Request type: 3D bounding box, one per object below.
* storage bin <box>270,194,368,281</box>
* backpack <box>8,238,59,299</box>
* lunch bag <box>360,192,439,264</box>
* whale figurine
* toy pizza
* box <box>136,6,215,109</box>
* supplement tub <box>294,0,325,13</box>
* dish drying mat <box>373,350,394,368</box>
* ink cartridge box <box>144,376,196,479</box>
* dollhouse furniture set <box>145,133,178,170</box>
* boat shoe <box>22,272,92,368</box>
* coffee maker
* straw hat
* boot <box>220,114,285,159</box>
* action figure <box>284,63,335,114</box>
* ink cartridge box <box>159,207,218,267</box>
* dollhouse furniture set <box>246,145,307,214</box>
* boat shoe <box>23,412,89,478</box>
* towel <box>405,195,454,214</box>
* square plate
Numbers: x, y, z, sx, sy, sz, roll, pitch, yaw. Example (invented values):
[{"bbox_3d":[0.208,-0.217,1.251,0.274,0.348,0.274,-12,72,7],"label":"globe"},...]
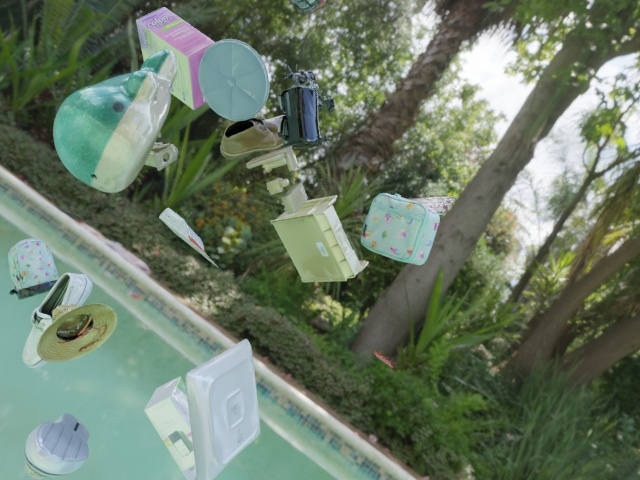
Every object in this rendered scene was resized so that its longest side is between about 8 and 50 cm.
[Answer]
[{"bbox_3d":[0.000,0.000,1.767,0.261,0.123,0.262,-7,-64,45],"label":"storage bin"},{"bbox_3d":[-0.921,0.085,1.668,0.115,0.152,0.181,-15,-88,39],"label":"backpack"},{"bbox_3d":[0.274,-0.049,1.839,0.108,0.223,0.279,12,7,-42],"label":"lunch bag"},{"bbox_3d":[-0.325,-0.210,0.838,0.141,0.271,0.216,26,-34,-18],"label":"whale figurine"},{"bbox_3d":[-0.219,-0.408,1.326,0.201,0.201,0.032,35,31,2],"label":"toy pizza"},{"bbox_3d":[-0.462,-0.593,1.699,0.243,0.117,0.213,37,-30,16],"label":"box"},{"bbox_3d":[-0.070,-0.848,1.695,0.106,0.106,0.198,25,-8,44],"label":"supplement tub"},{"bbox_3d":[0.199,0.373,1.628,0.083,0.008,0.032,23,-32,56],"label":"dish drying mat"},{"bbox_3d":[-0.518,0.730,2.001,0.353,0.119,0.207,62,-1,-9],"label":"ink cartridge box"},{"bbox_3d":[-0.595,-0.344,1.753,0.182,0.101,0.160,16,-49,25],"label":"dollhouse furniture set"},{"bbox_3d":[-0.593,0.167,1.131,0.083,0.226,0.076,20,-12,21],"label":"boat shoe"},{"bbox_3d":[-0.049,-0.385,1.628,0.171,0.178,0.120,-4,0,19],"label":"coffee maker"},{"bbox_3d":[-0.434,0.143,0.904,0.061,0.144,0.144,43,-7,25],"label":"straw hat"},{"bbox_3d":[-0.198,-0.377,1.782,0.112,0.306,0.115,54,-26,19],"label":"boot"},{"bbox_3d":[-0.064,-0.667,2.325,0.275,0.164,0.140,51,-42,26],"label":"action figure"},{"bbox_3d":[-0.473,-0.009,1.935,0.232,0.066,0.189,32,-14,15],"label":"ink cartridge box"},{"bbox_3d":[-0.127,-0.153,1.409,0.144,0.123,0.151,-59,131,-62],"label":"dollhouse furniture set"},{"bbox_3d":[-0.512,0.410,0.996,0.109,0.094,0.302,41,-19,-5],"label":"boat shoe"},{"bbox_3d":[0.422,-0.138,2.169,0.237,0.037,0.329,-2,13,21],"label":"towel"},{"bbox_3d":[-0.278,0.516,1.594,0.049,0.343,0.347,-4,5,23],"label":"square plate"}]
